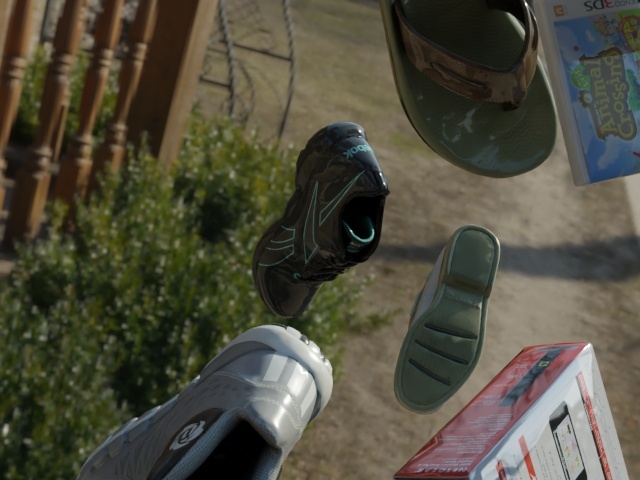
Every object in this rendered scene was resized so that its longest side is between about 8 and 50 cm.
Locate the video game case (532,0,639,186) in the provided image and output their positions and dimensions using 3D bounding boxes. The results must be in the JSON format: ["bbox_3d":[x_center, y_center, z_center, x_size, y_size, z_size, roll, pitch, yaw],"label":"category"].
[{"bbox_3d":[0.346,-0.181,1.238,0.193,0.212,0.023,-13,0,-21],"label":"video game case"}]

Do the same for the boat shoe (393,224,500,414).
[{"bbox_3d":[0.185,0.126,1.622,0.113,0.302,0.103,26,-25,2],"label":"boat shoe"}]

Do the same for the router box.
[{"bbox_3d":[0.221,0.311,1.093,0.082,0.335,0.301,-10,12,37],"label":"router box"}]

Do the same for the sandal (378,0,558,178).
[{"bbox_3d":[0.108,-0.161,0.838,0.120,0.303,0.086,-34,36,-5],"label":"sandal"}]

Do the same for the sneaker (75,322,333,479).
[{"bbox_3d":[-0.091,0.148,0.607,0.086,0.229,0.132,39,24,-6],"label":"sneaker"}]

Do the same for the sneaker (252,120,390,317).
[{"bbox_3d":[0.000,0.000,1.225,0.101,0.267,0.106,-12,49,-35],"label":"sneaker"}]

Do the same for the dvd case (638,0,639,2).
[{"bbox_3d":[0.342,-0.319,1.107,0.022,0.180,0.253,6,0,26],"label":"dvd case"}]
